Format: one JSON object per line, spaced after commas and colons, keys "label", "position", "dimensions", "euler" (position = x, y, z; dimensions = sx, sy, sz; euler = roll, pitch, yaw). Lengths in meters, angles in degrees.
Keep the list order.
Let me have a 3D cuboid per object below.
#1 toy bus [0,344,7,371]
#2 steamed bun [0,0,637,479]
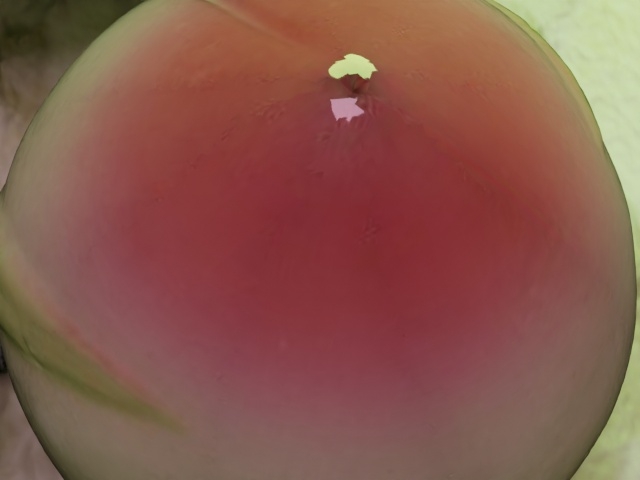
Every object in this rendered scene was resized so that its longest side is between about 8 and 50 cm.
{"label": "toy bus", "position": [-0.200, 0.087, 0.748], "dimensions": [0.091, 0.109, 0.261], "euler": [-2, 63, 2]}
{"label": "steamed bun", "position": [0.000, 0.000, 0.701], "dimensions": [0.309, 0.309, 0.309], "euler": [1, 64, -3]}
